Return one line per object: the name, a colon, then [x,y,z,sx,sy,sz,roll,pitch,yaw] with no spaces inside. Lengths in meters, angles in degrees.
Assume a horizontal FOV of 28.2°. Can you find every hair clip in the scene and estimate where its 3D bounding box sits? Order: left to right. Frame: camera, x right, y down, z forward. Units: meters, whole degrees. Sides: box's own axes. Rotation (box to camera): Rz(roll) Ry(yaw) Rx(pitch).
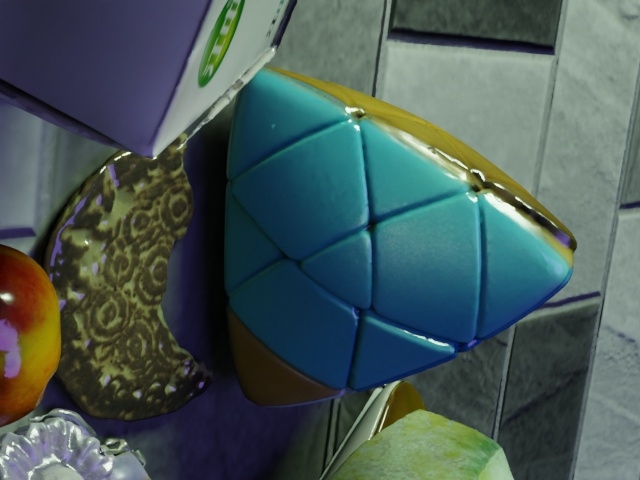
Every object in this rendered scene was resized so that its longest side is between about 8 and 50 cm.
hair clip: [-0.196,0.176,0.720,0.292,0.084,0.106,-24,77,-48]

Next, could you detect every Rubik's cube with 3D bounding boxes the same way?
Rubik's cube: [0.000,0.000,0.857,0.254,0.254,0.254,-22,119,-46]

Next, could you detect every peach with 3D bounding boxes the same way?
peach: [-0.183,0.050,0.678,0.101,0.101,0.100,-22,119,-46]

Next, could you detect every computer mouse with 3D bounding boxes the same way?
computer mouse: [0.030,0.230,1.043,0.245,0.056,0.126,-55,140,-25]

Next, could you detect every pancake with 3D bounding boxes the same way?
pancake: [-0.110,0.024,0.819,0.184,0.020,0.190,27,82,-52]

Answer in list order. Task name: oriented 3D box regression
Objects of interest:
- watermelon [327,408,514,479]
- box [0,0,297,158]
watermelon: [0.052,0.294,0.953,0.232,0.193,0.310,46,47,-28]
box: [-0.047,-0.221,0.535,0.332,0.145,0.173,-64,178,29]
